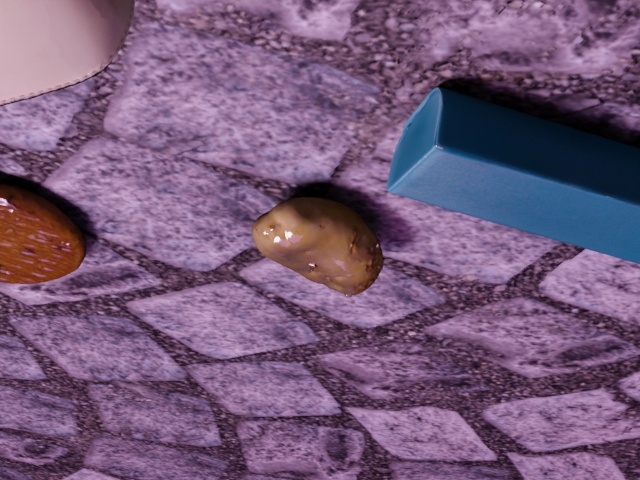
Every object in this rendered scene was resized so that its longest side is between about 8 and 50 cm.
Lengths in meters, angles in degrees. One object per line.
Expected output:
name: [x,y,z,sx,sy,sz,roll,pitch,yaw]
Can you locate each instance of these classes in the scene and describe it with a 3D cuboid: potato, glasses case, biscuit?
potato: [0.000,0.000,1.336,0.091,0.070,0.138,-15,143,41]
glasses case: [0.215,-0.045,1.197,0.301,0.070,0.117,14,159,-14]
biscuit: [-0.338,-0.012,1.451,0.212,0.036,0.212,6,154,3]

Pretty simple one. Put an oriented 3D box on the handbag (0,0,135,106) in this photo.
handbag: [-0.275,-0.234,0.876,0.237,0.160,0.358,-5,151,10]
